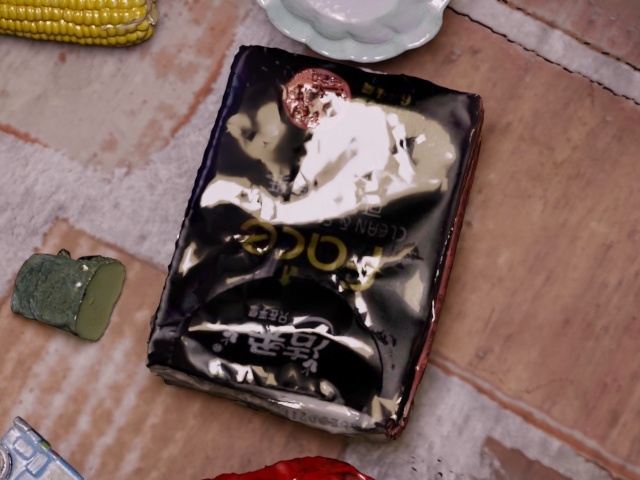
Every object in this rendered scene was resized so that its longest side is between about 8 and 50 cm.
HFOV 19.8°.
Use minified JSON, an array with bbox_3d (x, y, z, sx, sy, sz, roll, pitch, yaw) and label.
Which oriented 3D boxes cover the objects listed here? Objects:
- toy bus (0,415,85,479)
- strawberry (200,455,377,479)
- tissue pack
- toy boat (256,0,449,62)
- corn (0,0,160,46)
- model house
[{"bbox_3d":[-0.296,0.281,1.594,0.133,0.116,0.234,40,80,10],"label":"toy bus"},{"bbox_3d":[-0.073,0.323,1.501,0.345,0.295,0.317,-34,67,-22],"label":"strawberry"},{"bbox_3d":[0.000,0.000,1.648,0.245,0.123,0.332,14,77,9],"label":"tissue pack"},{"bbox_3d":[0.016,-0.283,1.726,0.199,0.100,0.290,-13,73,-9],"label":"toy boat"},{"bbox_3d":[-0.275,-0.237,1.742,0.244,0.093,0.093,5,76,6],"label":"corn"},{"bbox_3d":[-0.235,0.043,1.689,0.083,0.066,0.078,17,87,26],"label":"model house"}]
